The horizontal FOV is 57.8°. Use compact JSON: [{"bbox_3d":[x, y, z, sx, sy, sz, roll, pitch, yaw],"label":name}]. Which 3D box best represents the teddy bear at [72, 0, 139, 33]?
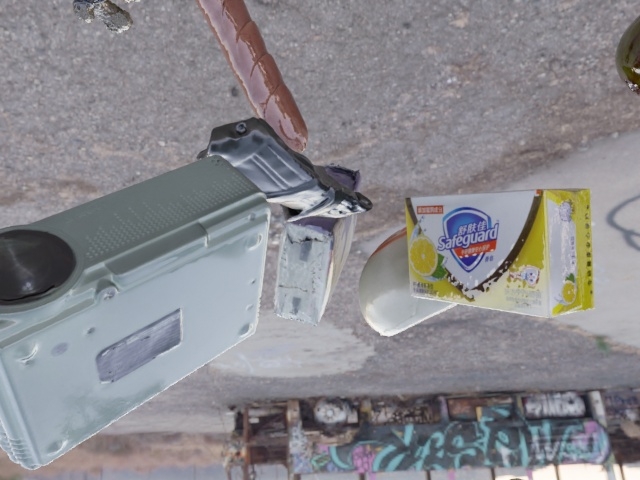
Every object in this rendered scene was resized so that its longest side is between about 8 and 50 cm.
[{"bbox_3d":[-0.454,-0.526,1.189,0.129,0.182,0.251,18,176,-7],"label":"teddy bear"}]

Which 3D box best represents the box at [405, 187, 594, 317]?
[{"bbox_3d":[0.245,0.011,0.833,0.097,0.169,0.265,-7,-173,-33],"label":"box"}]

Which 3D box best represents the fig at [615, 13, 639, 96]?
[{"bbox_3d":[0.464,-0.254,0.671,0.236,0.124,0.124,-36,152,11],"label":"fig"}]

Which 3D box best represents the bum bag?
[{"bbox_3d":[-0.048,-0.076,0.791,0.142,0.080,0.326,-4,164,30],"label":"bum bag"}]

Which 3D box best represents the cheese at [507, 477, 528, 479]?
[{"bbox_3d":[0.254,0.376,0.669,0.065,0.194,0.043,-36,140,21],"label":"cheese"}]

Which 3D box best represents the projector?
[{"bbox_3d":[-0.163,0.056,0.497,0.256,0.099,0.192,-28,144,-36],"label":"projector"}]

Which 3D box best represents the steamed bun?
[{"bbox_3d":[0.197,0.058,1.125,0.282,0.177,0.283,-25,168,-6],"label":"steamed bun"}]

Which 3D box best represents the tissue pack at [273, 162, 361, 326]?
[{"bbox_3d":[0.000,0.000,1.304,0.125,0.344,0.243,13,120,7],"label":"tissue pack"}]

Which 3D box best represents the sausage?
[{"bbox_3d":[-0.140,-0.350,1.060,0.087,0.433,0.088,-26,-169,5],"label":"sausage"}]
